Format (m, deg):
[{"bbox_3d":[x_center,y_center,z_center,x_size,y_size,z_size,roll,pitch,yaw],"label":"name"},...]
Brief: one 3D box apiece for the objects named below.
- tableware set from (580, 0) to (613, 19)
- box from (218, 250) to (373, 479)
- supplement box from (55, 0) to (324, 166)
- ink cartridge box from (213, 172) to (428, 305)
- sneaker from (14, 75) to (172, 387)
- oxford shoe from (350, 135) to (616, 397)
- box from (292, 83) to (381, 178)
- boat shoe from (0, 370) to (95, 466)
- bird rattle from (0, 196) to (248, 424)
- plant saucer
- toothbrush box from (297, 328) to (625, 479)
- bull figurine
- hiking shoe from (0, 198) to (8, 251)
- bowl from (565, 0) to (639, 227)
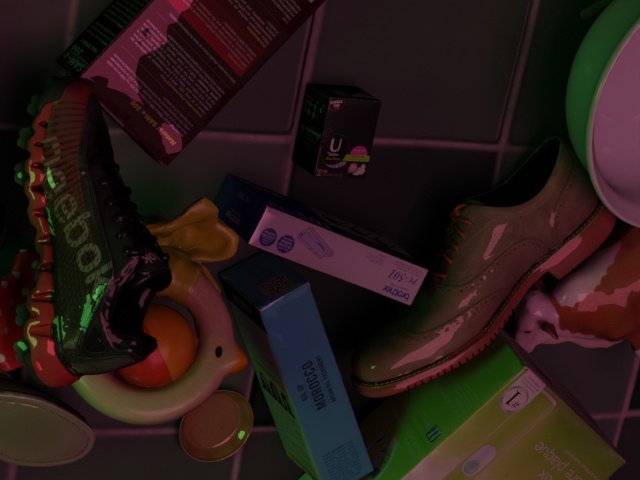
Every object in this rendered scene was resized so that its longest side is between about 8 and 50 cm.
[{"bbox_3d":[0.326,-0.328,1.894,0.194,0.039,0.128,-31,134,-6],"label":"tableware set"},{"bbox_3d":[-0.024,0.136,1.871,0.060,0.100,0.244,-28,122,-16],"label":"box"},{"bbox_3d":[-0.114,-0.202,1.694,0.239,0.073,0.130,-46,122,-4],"label":"supplement box"},{"bbox_3d":[0.000,0.000,1.826,0.207,0.097,0.046,21,100,-32],"label":"ink cartridge box"},{"bbox_3d":[-0.194,-0.010,1.598,0.097,0.135,0.276,12,76,-70],"label":"sneaker"},{"bbox_3d":[0.150,0.024,1.913,0.348,0.123,0.130,-41,118,-18],"label":"oxford shoe"},{"bbox_3d":[0.016,-0.109,1.815,0.062,0.052,0.083,2,109,-30],"label":"box"},{"bbox_3d":[-0.320,0.155,1.740,0.227,0.069,0.081,20,115,-32],"label":"boat shoe"},{"bbox_3d":[-0.179,0.073,1.698,0.253,0.143,0.207,-27,78,-27],"label":"bird rattle"},{"bbox_3d":[-0.111,0.191,1.898,0.083,0.015,0.083,-10,115,-23],"label":"plant saucer"},{"bbox_3d":[0.152,0.251,1.978,0.283,0.122,0.206,-42,125,7],"label":"toothbrush box"},{"bbox_3d":[0.356,0.047,2.033,0.310,0.101,0.188,-43,128,-3],"label":"bull figurine"},{"bbox_3d":[-0.339,-0.063,1.610,0.086,0.114,0.227,-33,122,-11],"label":"hiking shoe"},{"bbox_3d":[0.362,-0.170,1.910,0.297,0.134,0.298,-17,126,-25],"label":"bowl"}]
